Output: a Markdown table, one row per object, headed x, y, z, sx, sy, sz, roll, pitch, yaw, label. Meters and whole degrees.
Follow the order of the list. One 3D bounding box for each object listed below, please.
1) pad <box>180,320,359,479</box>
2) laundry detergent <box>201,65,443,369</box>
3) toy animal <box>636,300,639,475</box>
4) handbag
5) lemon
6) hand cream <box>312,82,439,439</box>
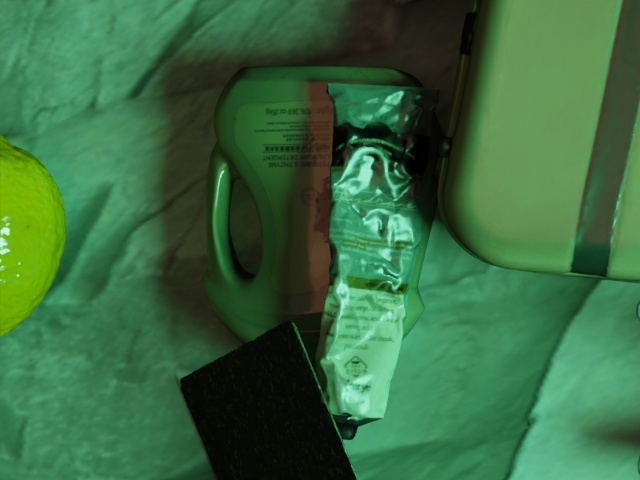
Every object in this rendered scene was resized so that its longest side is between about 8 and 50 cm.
| x | y | z | sx | sy | sz | roll | pitch | yaw | label |
| --- | --- | --- | --- | --- | --- | --- | --- | --- | --- |
| -0.003 | 0.231 | 1.055 | 0.004 | 0.220 | 0.330 | -20 | 84 | -30 | pad |
| 0.000 | 0.000 | 1.085 | 0.181 | 0.091 | 0.253 | 3 | 91 | 11 | laundry detergent |
| 0.327 | 0.096 | 0.956 | 0.255 | 0.176 | 0.239 | 34 | 111 | 11 | toy animal |
| 0.233 | -0.112 | 0.991 | 0.283 | 0.149 | 0.301 | 12 | 92 | 5 | handbag |
| -0.273 | 0.004 | 1.135 | 0.142 | 0.142 | 0.187 | 17 | 100 | 14 | lemon |
| 0.030 | 0.014 | 1.016 | 0.075 | 0.052 | 0.247 | 7 | 85 | -20 | hand cream |
